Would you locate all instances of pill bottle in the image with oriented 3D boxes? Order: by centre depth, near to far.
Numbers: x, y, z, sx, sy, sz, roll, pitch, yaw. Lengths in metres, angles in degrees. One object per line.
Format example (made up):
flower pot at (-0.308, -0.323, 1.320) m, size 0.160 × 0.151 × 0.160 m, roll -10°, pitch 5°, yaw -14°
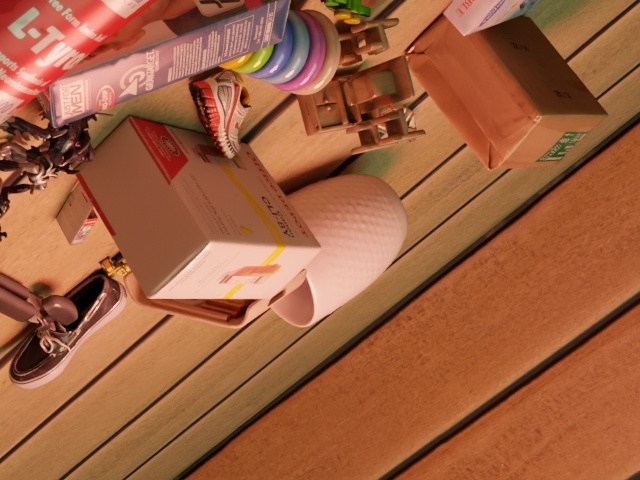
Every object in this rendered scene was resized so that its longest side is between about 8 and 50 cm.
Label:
pill bottle at (-0.298, -0.319, 1.172) m, size 0.407 × 0.229 × 0.229 m, roll -36°, pitch 161°, yaw 9°

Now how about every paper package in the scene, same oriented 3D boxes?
paper package at (0.382, -0.306, 2.176) m, size 0.168 × 0.309 × 0.325 m, roll -45°, pitch 159°, yaw 32°

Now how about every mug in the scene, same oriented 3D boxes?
mug at (0.000, 0.000, 2.450) m, size 0.328 × 0.276 × 0.374 m, roll -31°, pitch -167°, yaw -27°

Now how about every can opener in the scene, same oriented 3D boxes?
can opener at (-0.563, 0.110, 2.041) m, size 0.093 × 0.074 × 0.280 m, roll -30°, pitch 159°, yaw 6°

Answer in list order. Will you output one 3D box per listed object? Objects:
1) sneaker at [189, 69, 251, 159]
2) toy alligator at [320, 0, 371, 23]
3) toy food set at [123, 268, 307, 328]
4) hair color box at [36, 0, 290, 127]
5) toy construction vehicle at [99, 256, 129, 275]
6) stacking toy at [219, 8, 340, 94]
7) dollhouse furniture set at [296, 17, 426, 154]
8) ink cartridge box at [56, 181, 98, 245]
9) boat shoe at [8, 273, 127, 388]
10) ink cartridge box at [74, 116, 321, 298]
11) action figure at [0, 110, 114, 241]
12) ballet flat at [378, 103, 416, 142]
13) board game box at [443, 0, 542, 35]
sneaker at (-0.158, -0.218, 1.866) m, size 0.092 × 0.088 × 0.225 m, roll -31°, pitch 161°, yaw -10°
toy alligator at (0.025, -0.400, 1.776) m, size 0.051 × 0.056 × 0.189 m, roll 3°, pitch 179°, yaw 28°
toy food set at (-0.212, 0.076, 2.174) m, size 0.219 × 0.306 × 0.092 m, roll -34°, pitch 129°, yaw -55°
hair color box at (-0.232, -0.299, 1.411) m, size 0.347 × 0.174 × 0.105 m, roll -26°, pitch 159°, yaw -22°
toy construction vehicle at (-0.401, 0.050, 2.213) m, size 0.086 × 0.035 × 0.098 m, roll -32°, pitch 161°, yaw -2°
stacking toy at (-0.117, -0.311, 1.651) m, size 0.141 × 0.141 × 0.330 m, roll -44°, pitch 154°, yaw 30°
dollhouse furniture set at (0.096, -0.274, 1.959) m, size 0.161 × 0.212 × 0.242 m, roll -15°, pitch -178°, yaw -38°
ink cartridge box at (-0.424, -0.050, 1.888) m, size 0.029 × 0.063 × 0.115 m, roll -11°, pitch 152°, yaw -45°
boat shoe at (-0.540, 0.187, 2.214) m, size 0.306 × 0.113 × 0.105 m, roll -37°, pitch 155°, yaw 3°
ink cartridge box at (-0.207, -0.048, 1.913) m, size 0.160 × 0.279 × 0.384 m, roll -42°, pitch 160°, yaw 20°
action figure at (-0.432, -0.132, 1.574) m, size 0.276 × 0.141 × 0.164 m, roll -53°, pitch 163°, yaw -29°
ballet flat at (0.173, -0.260, 2.333) m, size 0.067 × 0.073 × 0.206 m, roll -54°, pitch 160°, yaw 14°
board game box at (0.407, -0.530, 1.950) m, size 0.318 × 0.066 × 0.319 m, roll -29°, pitch 165°, yaw -51°
